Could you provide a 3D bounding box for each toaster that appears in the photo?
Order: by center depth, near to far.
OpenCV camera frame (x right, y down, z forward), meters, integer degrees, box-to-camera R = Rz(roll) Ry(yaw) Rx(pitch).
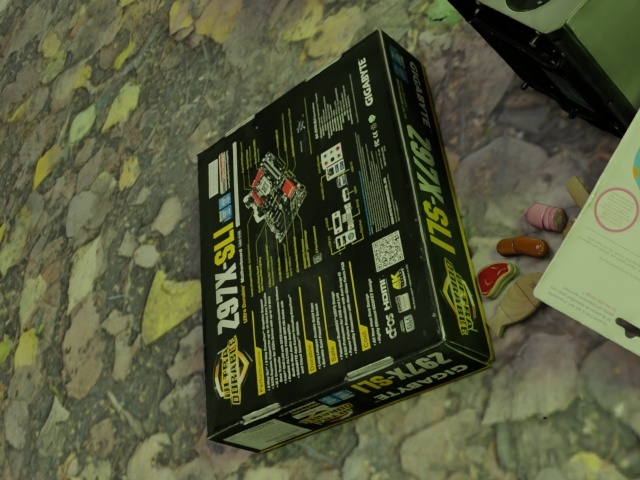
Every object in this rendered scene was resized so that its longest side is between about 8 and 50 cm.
[{"bbox_3d":[0.190,-0.156,0.553,0.110,0.185,0.168,-49,37,11],"label":"toaster"}]

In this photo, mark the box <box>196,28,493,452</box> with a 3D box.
[{"bbox_3d":[0.000,0.000,0.719,0.257,0.079,0.322,-30,52,32],"label":"box"}]

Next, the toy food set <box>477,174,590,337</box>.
[{"bbox_3d":[0.167,0.012,0.599,0.122,0.019,0.078,-46,45,28],"label":"toy food set"}]

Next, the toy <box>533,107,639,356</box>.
[{"bbox_3d":[0.246,-0.039,0.498,0.237,0.137,0.056,-60,4,6],"label":"toy"}]
